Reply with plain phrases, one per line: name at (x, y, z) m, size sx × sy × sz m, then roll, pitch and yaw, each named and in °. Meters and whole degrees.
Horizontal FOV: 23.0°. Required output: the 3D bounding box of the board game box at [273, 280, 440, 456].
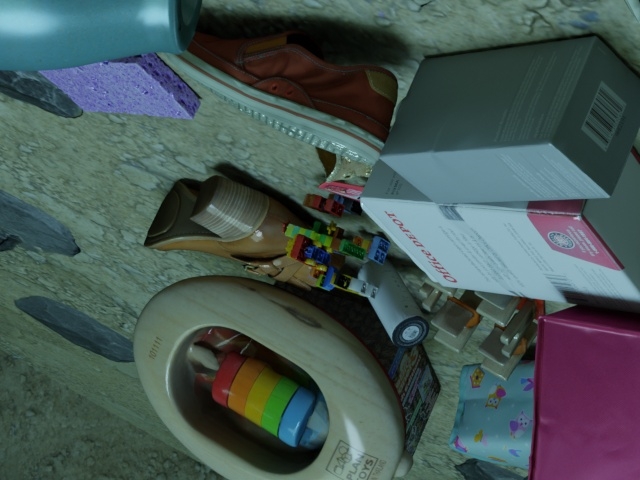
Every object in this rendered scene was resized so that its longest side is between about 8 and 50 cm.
board game box at (0.039, 0.209, 2.488) m, size 0.232 × 0.141 × 0.291 m, roll 17°, pitch 159°, yaw 21°

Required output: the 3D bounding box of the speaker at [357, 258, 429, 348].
speaker at (0.097, 0.082, 2.119) m, size 0.055 × 0.055 × 0.136 m, roll 42°, pitch -168°, yaw -40°

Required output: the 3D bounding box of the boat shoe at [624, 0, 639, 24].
boat shoe at (0.282, -0.204, 1.267) m, size 0.079 × 0.084 × 0.233 m, roll -29°, pitch 126°, yaw 19°

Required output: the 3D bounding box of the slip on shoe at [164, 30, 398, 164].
slip on shoe at (-0.043, -0.175, 1.677) m, size 0.331 × 0.101 × 0.123 m, roll 25°, pitch 178°, yaw 42°

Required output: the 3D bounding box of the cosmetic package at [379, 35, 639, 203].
cosmetic package at (0.183, -0.111, 1.517) m, size 0.107 × 0.127 × 0.238 m, roll 36°, pitch 159°, yaw -31°

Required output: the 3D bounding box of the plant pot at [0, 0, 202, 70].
plant pot at (-0.235, -0.275, 1.429) m, size 0.255 × 0.271 × 0.271 m, roll 7°, pitch 159°, yaw 3°

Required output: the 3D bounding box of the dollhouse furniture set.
dollhouse furniture set at (0.260, 0.078, 1.968) m, size 0.259 × 0.135 × 0.262 m, roll 30°, pitch 163°, yaw 19°

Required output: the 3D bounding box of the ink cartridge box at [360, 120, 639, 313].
ink cartridge box at (0.216, -0.030, 1.695) m, size 0.283 × 0.117 × 0.207 m, roll 7°, pitch 154°, yaw 40°

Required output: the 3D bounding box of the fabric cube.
fabric cube at (0.398, 0.203, 1.728) m, size 0.254 × 0.259 × 0.258 m, roll 11°, pitch -168°, yaw 33°

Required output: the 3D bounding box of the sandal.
sandal at (0.012, -0.106, 1.802) m, size 0.240 × 0.079 × 0.088 m, roll 28°, pitch 161°, yaw -8°

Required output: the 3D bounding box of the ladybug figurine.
ladybug figurine at (-0.057, 0.210, 2.266) m, size 0.449 × 0.305 × 0.162 m, roll 32°, pitch -154°, yaw 15°

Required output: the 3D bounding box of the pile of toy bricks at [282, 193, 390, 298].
pile of toy bricks at (0.000, 0.000, 2.050) m, size 0.105 × 0.118 × 0.212 m, roll 16°, pitch 173°, yaw 30°

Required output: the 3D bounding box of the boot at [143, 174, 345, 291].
boot at (-0.109, -0.002, 2.213) m, size 0.220 × 0.109 × 0.283 m, roll 29°, pitch 153°, yaw -23°

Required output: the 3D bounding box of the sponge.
sponge at (-0.258, -0.199, 1.956) m, size 0.210 × 0.031 × 0.117 m, roll 7°, pitch 154°, yaw 41°

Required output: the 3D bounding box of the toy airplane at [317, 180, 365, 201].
toy airplane at (0.076, -0.061, 1.909) m, size 0.151 × 0.028 × 0.151 m, roll 10°, pitch 169°, yaw 2°

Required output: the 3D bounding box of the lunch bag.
lunch bag at (0.353, 0.271, 2.259) m, size 0.262 × 0.160 × 0.223 m, roll 25°, pitch 161°, yaw -35°
